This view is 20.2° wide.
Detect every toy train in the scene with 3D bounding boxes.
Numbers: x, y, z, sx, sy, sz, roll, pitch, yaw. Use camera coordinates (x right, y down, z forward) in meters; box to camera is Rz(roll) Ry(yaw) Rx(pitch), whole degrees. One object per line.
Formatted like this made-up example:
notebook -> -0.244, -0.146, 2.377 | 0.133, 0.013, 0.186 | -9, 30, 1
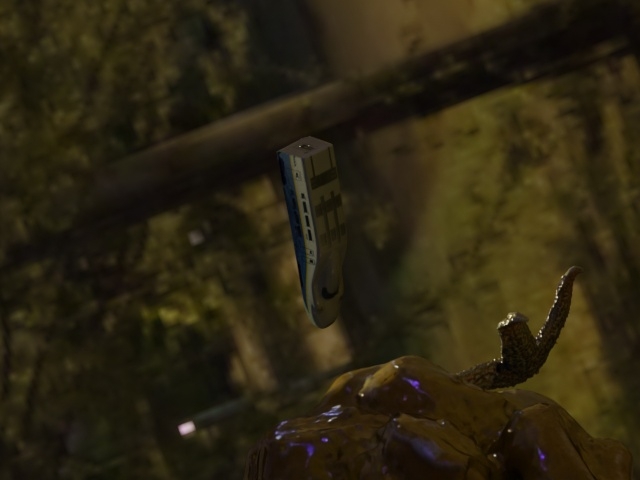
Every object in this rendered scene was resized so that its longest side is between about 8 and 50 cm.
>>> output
toy train -> 0.000, 0.000, 2.032 | 0.051, 0.052, 0.234 | 20, 128, 46

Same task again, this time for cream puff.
cream puff -> 0.094, 0.244, 1.378 | 0.257, 0.324, 0.291 | 170, 117, -79

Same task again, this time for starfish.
starfish -> 0.165, 0.110, 1.661 | 0.053, 0.176, 0.208 | 55, 155, 23
